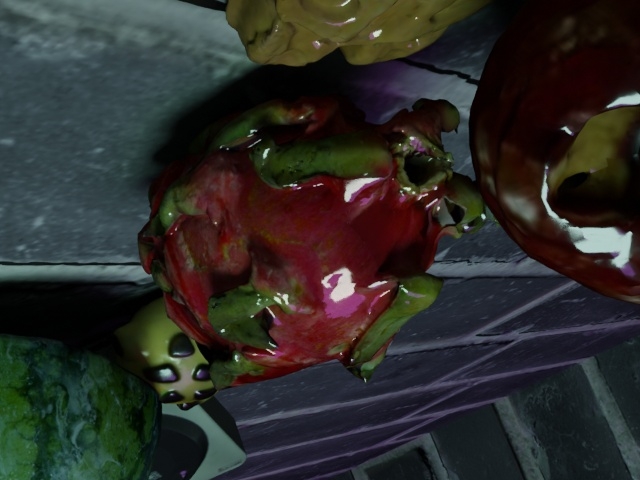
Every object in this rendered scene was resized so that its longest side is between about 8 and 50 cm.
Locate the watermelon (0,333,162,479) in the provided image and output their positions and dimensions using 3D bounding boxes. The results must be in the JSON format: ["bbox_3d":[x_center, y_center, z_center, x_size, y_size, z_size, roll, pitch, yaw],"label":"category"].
[{"bbox_3d":[-0.221,0.153,0.668,0.305,0.180,0.224,16,100,-39],"label":"watermelon"}]

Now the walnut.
[{"bbox_3d":[0.206,-0.078,0.475,0.269,0.222,0.243,-18,137,-59],"label":"walnut"}]

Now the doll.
[{"bbox_3d":[-0.031,0.064,0.814,0.291,0.086,0.117,-14,129,-27],"label":"doll"}]

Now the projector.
[{"bbox_3d":[-0.219,0.200,0.919,0.257,0.079,0.259,-23,148,1],"label":"projector"}]

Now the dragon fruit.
[{"bbox_3d":[0.000,0.000,0.535,0.172,0.166,0.160,-27,-151,50],"label":"dragon fruit"}]

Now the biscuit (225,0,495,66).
[{"bbox_3d":[0.067,-0.148,0.370,0.202,0.044,0.289,-6,155,-41],"label":"biscuit"}]
